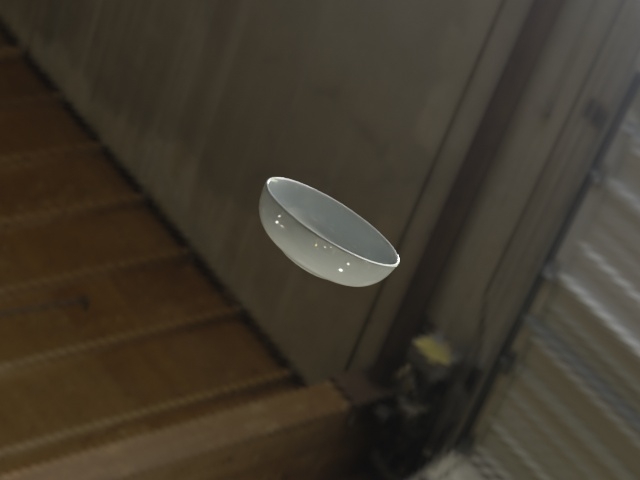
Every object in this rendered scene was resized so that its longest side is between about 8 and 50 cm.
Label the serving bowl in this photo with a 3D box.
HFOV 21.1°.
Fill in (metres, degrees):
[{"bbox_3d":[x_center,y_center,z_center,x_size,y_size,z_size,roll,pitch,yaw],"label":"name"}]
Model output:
[{"bbox_3d":[0.000,0.000,0.920,0.083,0.027,0.083,31,-165,-9],"label":"serving bowl"}]
